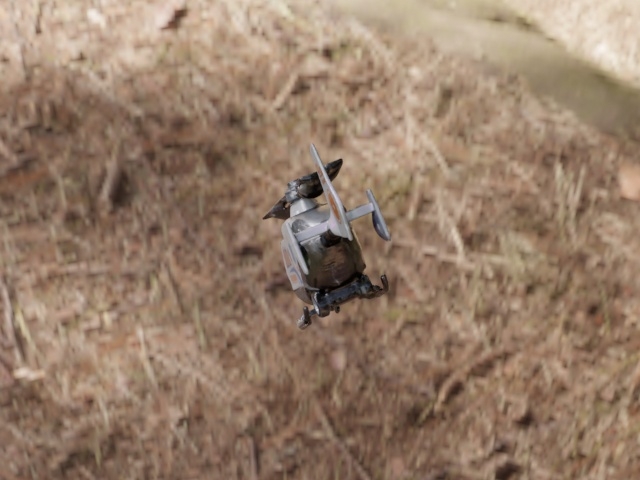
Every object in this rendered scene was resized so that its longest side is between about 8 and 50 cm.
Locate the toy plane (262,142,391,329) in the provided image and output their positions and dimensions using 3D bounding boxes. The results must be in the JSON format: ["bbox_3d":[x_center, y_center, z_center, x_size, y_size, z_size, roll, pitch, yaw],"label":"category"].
[{"bbox_3d":[0.000,0.001,0.934,0.053,0.197,0.078,-22,84,-7],"label":"toy plane"}]
